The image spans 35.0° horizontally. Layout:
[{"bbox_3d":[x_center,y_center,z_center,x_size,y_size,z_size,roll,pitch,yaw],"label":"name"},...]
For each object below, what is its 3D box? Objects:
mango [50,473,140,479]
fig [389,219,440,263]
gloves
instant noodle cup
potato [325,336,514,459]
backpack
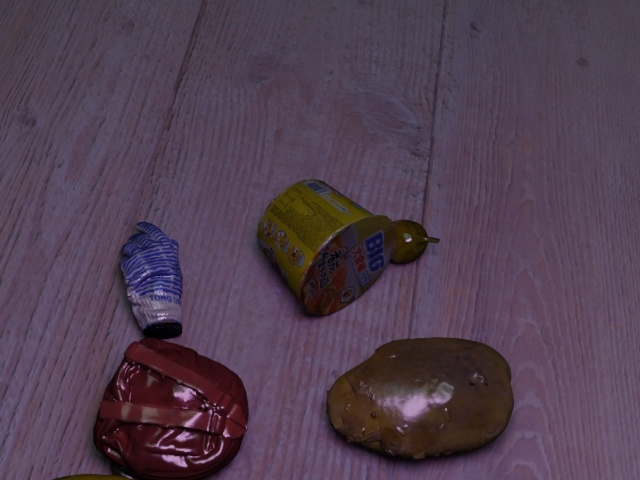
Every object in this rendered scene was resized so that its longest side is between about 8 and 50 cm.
[{"bbox_3d":[-0.288,0.373,1.392,0.238,0.137,0.091,11,51,2],"label":"mango"},{"bbox_3d":[0.149,0.000,1.737,0.084,0.098,0.082,18,75,-17],"label":"fig"},{"bbox_3d":[-0.273,0.057,1.665,0.119,0.097,0.229,9,41,-37],"label":"gloves"},{"bbox_3d":[0.000,0.000,1.668,0.205,0.205,0.153,-32,56,-25],"label":"instant noodle cup"},{"bbox_3d":[0.156,0.236,1.539,0.296,0.141,0.191,-10,53,-10],"label":"potato"},{"bbox_3d":[-0.210,0.252,1.488,0.229,0.139,0.229,2,54,-3],"label":"backpack"}]
